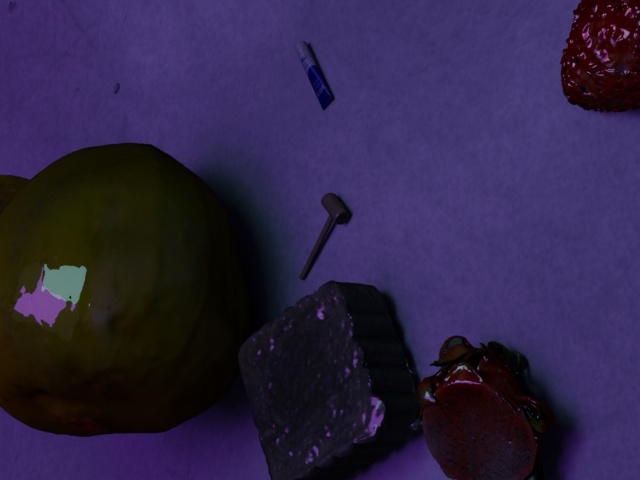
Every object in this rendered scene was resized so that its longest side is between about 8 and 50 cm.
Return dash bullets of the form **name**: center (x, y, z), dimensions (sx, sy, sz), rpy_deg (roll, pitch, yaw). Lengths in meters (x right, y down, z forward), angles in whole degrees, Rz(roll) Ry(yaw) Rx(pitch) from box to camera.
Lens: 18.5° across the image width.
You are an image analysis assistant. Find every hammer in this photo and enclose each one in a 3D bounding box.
- **hammer**: center (0.000, 0.000, 2.166), dimensions (0.035, 0.019, 0.110), rpy_deg (55, 133, 38)

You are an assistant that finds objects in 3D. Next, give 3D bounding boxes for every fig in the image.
- **fig**: center (-0.241, 0.050, 2.222), dimensions (0.343, 0.343, 0.343), rpy_deg (-6, 83, 51)

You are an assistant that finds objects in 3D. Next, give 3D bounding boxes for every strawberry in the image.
- **strawberry**: center (0.271, -0.181, 1.773), dimensions (0.192, 0.085, 0.140), rpy_deg (7, 104, 52)

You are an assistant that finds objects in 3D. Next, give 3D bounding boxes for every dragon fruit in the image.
- **dragon fruit**: center (0.158, 0.157, 1.883), dimensions (0.138, 0.142, 0.175), rpy_deg (-19, 39, 23)

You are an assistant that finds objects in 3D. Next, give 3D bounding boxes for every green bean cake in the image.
- **green bean cake**: center (0.012, 0.154, 2.073), dimensions (0.185, 0.094, 0.183), rpy_deg (-39, 58, 42)

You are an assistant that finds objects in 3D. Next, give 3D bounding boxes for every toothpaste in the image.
- **toothpaste**: center (-0.007, -0.186, 2.189), dimensions (0.024, 0.015, 0.083), rpy_deg (-50, 56, 47)

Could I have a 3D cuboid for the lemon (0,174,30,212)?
- **lemon**: center (-0.391, 0.049, 2.470), dimensions (0.267, 0.267, 0.267), rpy_deg (-6, 83, 51)
